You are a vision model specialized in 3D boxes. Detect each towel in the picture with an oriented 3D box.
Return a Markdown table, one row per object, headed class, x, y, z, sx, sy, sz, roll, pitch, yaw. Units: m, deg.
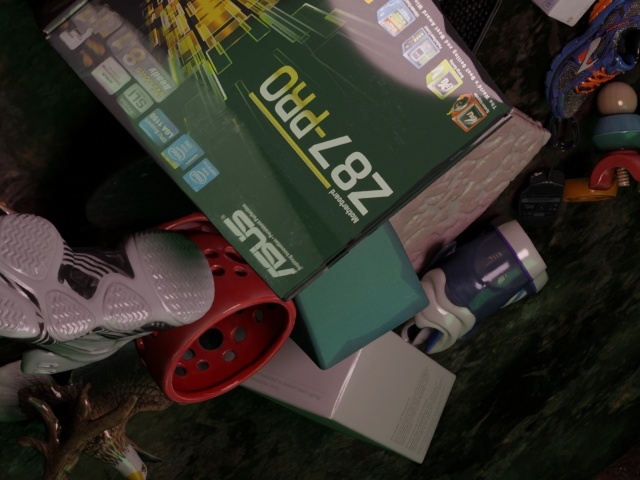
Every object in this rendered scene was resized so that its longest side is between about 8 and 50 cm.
| class | x | y | z | sx | sy | sz | roll | pitch | yaw |
| --- | --- | --- | --- | --- | --- | --- | --- | --- | --- |
| towel | 0.145 | -0.071 | 2.163 | 0.332 | 0.053 | 0.317 | -46 | 151 | 14 |

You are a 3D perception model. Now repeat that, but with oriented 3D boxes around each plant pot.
| class | x | y | z | sx | sy | sz | roll | pitch | yaw |
| --- | --- | --- | --- | --- | --- | --- | --- | --- | --- |
| plant pot | 0.000 | 0.000 | 1.943 | 0.166 | 0.165 | 0.234 | -31 | 125 | -13 |
| plant pot | -0.153 | 0.077 | 1.895 | 0.191 | 0.174 | 0.191 | -29 | 149 | -20 |

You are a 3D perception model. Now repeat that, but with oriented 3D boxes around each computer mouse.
| class | x | y | z | sx | sy | sz | roll | pitch | yaw |
| --- | --- | --- | --- | --- | --- | --- | --- | --- | --- |
| computer mouse | 0.343 | -0.115 | 2.354 | 0.071 | 0.041 | 0.242 | 1 | 135 | -9 |

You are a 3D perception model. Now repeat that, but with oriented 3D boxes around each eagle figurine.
| class | x | y | z | sx | sy | sz | roll | pitch | yaw |
| --- | --- | --- | --- | --- | --- | --- | --- | --- | --- |
| eagle figurine | -0.278 | 0.228 | 2.005 | 0.226 | 0.225 | 0.298 | -3 | -167 | 15 |

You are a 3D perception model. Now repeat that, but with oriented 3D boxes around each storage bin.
| class | x | y | z | sx | sy | sz | roll | pitch | yaw |
| --- | --- | --- | --- | --- | --- | --- | --- | --- | --- |
| storage bin | 0.120 | -0.246 | 1.849 | 0.122 | 0.084 | 0.180 | -14 | 143 | -39 |

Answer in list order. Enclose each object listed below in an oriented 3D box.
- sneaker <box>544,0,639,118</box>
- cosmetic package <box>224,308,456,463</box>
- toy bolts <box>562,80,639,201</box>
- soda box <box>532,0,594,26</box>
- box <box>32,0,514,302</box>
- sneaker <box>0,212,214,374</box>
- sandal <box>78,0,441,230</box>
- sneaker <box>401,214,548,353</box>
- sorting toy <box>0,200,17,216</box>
| class | x | y | z | sx | sy | sz | roll | pitch | yaw |
| --- | --- | --- | --- | --- | --- | --- | --- | --- | --- |
| sneaker | 0.387 | -0.252 | 2.149 | 0.083 | 0.087 | 0.221 | -7 | 138 | -44 |
| cosmetic package | 0.032 | 0.190 | 2.217 | 0.365 | 0.197 | 0.155 | 34 | 77 | -60 |
| toy bolts | 0.448 | -0.152 | 2.370 | 0.218 | 0.158 | 0.228 | -5 | 174 | 23 |
| soda box | 0.349 | -0.375 | 1.947 | 0.216 | 0.069 | 0.074 | -50 | 150 | 20 |
| box | -0.040 | -0.178 | 1.553 | 0.318 | 0.097 | 0.395 | -38 | 118 | 3 |
| sneaker | -0.307 | 0.070 | 1.674 | 0.366 | 0.137 | 0.210 | 2 | 159 | -46 |
| sandal | -0.074 | -0.159 | 1.702 | 0.446 | 0.107 | 0.167 | -34 | 153 | 0 |
| sneaker | 0.216 | 0.074 | 2.343 | 0.236 | 0.130 | 0.323 | -34 | 174 | 2 |
| sorting toy | -0.372 | -0.028 | 1.634 | 0.083 | 0.045 | 0.075 | -35 | 141 | 13 |
